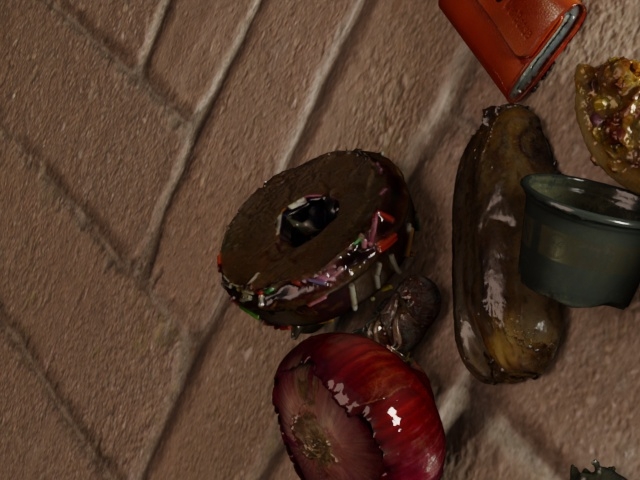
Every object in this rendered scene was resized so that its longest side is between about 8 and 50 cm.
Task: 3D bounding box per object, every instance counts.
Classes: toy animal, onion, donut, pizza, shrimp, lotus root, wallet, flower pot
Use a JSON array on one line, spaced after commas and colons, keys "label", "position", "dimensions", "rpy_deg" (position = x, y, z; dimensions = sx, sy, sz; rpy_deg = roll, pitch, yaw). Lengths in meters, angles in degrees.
[{"label": "toy animal", "position": [0.285, 0.262, 1.482], "dimensions": [0.065, 0.047, 0.135], "rpy_deg": [-56, 38, 15]}, {"label": "onion", "position": [0.047, 0.212, 1.711], "dimensions": [0.248, 0.161, 0.248], "rpy_deg": [174, 90, -68]}, {"label": "donut", "position": [0.000, 0.000, 1.837], "dimensions": [0.270, 0.103, 0.269], "rpy_deg": [-24, 36, 18]}, {"label": "pizza", "position": [0.326, -0.115, 1.558], "dimensions": [0.127, 0.058, 0.246], "rpy_deg": [-51, 44, 28]}, {"label": "shrimp", "position": [0.075, 0.114, 1.798], "dimensions": [0.073, 0.075, 0.190], "rpy_deg": [47, 127, 14]}, {"label": "lotus root", "position": [0.193, -0.007, 1.680], "dimensions": [0.167, 0.078, 0.329], "rpy_deg": [-24, 58, 45]}, {"label": "wallet", "position": [0.218, -0.273, 1.772], "dimensions": [0.142, 0.045, 0.204], "rpy_deg": [-54, 41, 25]}, {"label": "flower pot", "position": [0.265, 0.004, 1.526], "dimensions": [0.157, 0.157, 0.106], "rpy_deg": [35, 116, 53]}]

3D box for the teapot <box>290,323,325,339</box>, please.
[{"label": "teapot", "position": [-0.022, 0.081, 1.939], "dimensions": [0.121, 0.076, 0.068], "rpy_deg": [-81, 16, -59]}]
